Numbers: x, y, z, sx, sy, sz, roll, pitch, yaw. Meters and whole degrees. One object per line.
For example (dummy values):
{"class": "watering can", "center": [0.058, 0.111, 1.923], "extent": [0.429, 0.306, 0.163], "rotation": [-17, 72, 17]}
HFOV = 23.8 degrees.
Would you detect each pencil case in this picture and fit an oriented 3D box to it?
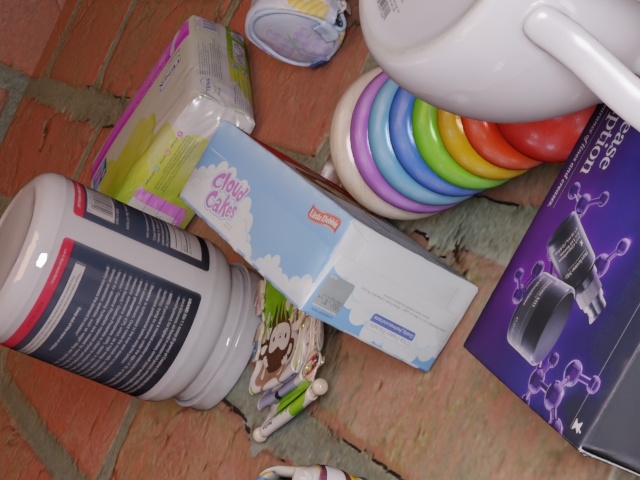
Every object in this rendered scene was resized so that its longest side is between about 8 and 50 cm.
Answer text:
{"class": "pencil case", "center": [-0.007, -0.341, 1.785], "extent": [0.124, 0.113, 0.273], "rotation": [-20, 49, 45]}

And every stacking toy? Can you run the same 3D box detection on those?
{"class": "stacking toy", "center": [0.126, -0.098, 1.198], "extent": [0.330, 0.141, 0.141], "rotation": [-12, 56, 69]}

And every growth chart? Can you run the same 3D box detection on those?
{"class": "growth chart", "center": [-0.035, 0.083, 1.515], "extent": [0.172, 0.021, 0.237], "rotation": [-49, 34, 47]}

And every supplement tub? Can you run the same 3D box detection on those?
{"class": "supplement tub", "center": [-0.217, 0.060, 1.634], "extent": [0.191, 0.272, 0.191], "rotation": [-46, 29, 36]}

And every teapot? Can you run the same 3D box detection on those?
{"class": "teapot", "center": [0.157, -0.172, 0.949], "extent": [0.252, 0.187, 0.256], "rotation": [-5, 66, 62]}

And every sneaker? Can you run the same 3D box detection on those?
{"class": "sneaker", "center": [-0.036, 0.232, 1.328], "extent": [0.185, 0.083, 0.070], "rotation": [-36, 37, 47]}

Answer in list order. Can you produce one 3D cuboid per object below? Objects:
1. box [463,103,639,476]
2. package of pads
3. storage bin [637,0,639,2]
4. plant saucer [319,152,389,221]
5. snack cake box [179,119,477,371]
{"class": "box", "center": [0.225, 0.005, 0.988], "extent": [0.261, 0.103, 0.184], "rotation": [-62, 26, 7]}
{"class": "package of pads", "center": [-0.201, -0.121, 1.988], "extent": [0.296, 0.101, 0.229], "rotation": [-53, 26, 27]}
{"class": "storage bin", "center": [0.305, -0.210, 0.827], "extent": [0.123, 0.262, 0.260], "rotation": [-15, 54, 63]}
{"class": "plant saucer", "center": [0.042, -0.054, 1.512], "extent": [0.168, 0.029, 0.168], "rotation": [-46, 29, 36]}
{"class": "snack cake box", "center": [0.000, 0.000, 1.334], "extent": [0.089, 0.152, 0.264], "rotation": [-59, 34, 6]}
